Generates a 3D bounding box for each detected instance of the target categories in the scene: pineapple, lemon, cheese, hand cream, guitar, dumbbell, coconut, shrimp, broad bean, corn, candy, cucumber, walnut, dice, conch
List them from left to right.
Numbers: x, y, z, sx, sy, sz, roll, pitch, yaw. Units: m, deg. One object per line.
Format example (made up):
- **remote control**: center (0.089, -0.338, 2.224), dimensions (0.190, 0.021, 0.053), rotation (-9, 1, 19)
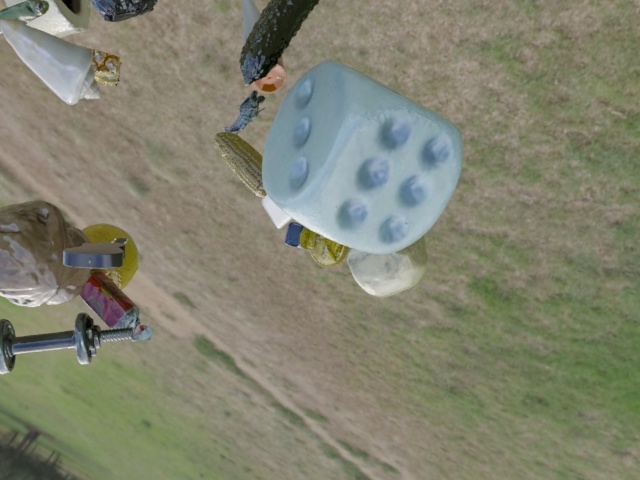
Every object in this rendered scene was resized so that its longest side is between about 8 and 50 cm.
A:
- **broad bean**: center (-0.664, -0.501, 1.416), dimensions (0.195, 0.061, 0.046), rotation (-8, 108, 31)
- **walnut**: center (-0.657, 0.032, 1.458), dimensions (0.273, 0.227, 0.273), rotation (38, 164, 13)
- **dumbbell**: center (-0.410, 0.151, 0.950), dimensions (0.254, 0.082, 0.081), rotation (-5, 156, -12)
- **cheese**: center (-0.847, -0.794, 1.965), dimensions (0.153, 0.332, 0.292), rotation (-13, 151, 10)
- **conch**: center (-0.437, -0.288, 1.038), dimensions (0.176, 0.104, 0.094), rotation (21, 125, -21)
- **pineapple**: center (-0.623, -0.486, 1.770), dimensions (0.135, 0.079, 0.233), rotation (3, -177, -15)
- **lemon**: center (-0.596, 0.053, 1.746), dimensions (0.192, 0.231, 0.192), rotation (3, 121, 5)
- **guitar**: center (-0.353, 0.014, 1.059), dimensions (0.088, 0.025, 0.233), rotation (3, -171, -5)
- **candy**: center (-0.529, 0.155, 1.598), dimensions (0.292, 0.086, 0.059), rotation (42, -163, 9)
- **corn**: center (-0.207, -0.216, 1.819), dimensions (0.262, 0.097, 0.097), rotation (45, 158, 19)
- **shrimp**: center (-0.226, -0.390, 1.997), dimensions (0.076, 0.174, 0.082), rotation (29, 170, 43)
- **hand cream**: center (-0.148, -0.486, 1.550), dimensions (0.089, 0.314, 0.140), rotation (-15, 136, 2)
- **cucumber**: center (-0.058, -0.376, 1.068), dimensions (0.072, 0.300, 0.072), rotation (27, 159, 11)
- **cheese**: center (0.000, 0.000, 2.030), dimensions (0.250, 0.157, 0.064), rotation (16, 177, -31)
- **dice**: center (0.071, -0.147, 1.146), dimensions (0.264, 0.268, 0.262), rotation (19, -162, -33)
- **coconut**: center (0.168, 0.042, 1.678), dimensions (0.224, 0.224, 0.224), rotation (24, 152, 14)

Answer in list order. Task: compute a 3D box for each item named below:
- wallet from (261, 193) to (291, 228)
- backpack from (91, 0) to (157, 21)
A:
- **wallet**: center (-0.094, -0.098, 1.620), dimensions (0.095, 0.033, 0.190), rotation (56, 152, 3)
- **backpack**: center (-0.520, -0.648, 1.692), dimensions (0.106, 0.165, 0.120), rotation (-26, 107, 48)
